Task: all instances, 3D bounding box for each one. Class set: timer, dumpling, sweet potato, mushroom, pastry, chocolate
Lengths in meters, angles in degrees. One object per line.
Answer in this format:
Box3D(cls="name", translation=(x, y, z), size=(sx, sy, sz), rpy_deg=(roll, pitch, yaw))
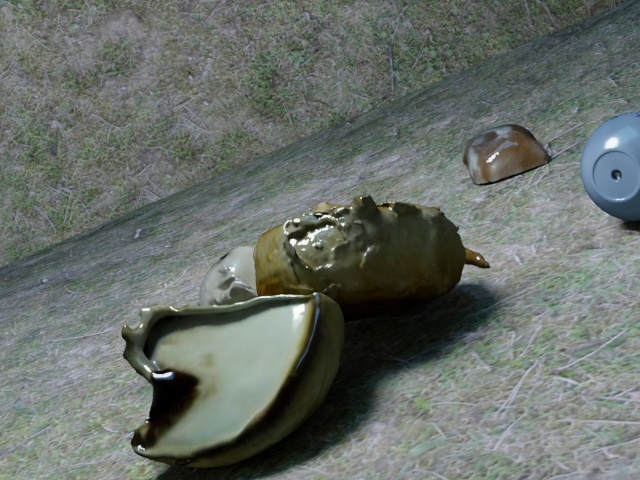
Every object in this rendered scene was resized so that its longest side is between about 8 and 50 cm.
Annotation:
Box3D(cls="timer", translation=(0.496, -0.103, 1.534), size=(0.255, 0.175, 0.175), rpy_deg=(4, -2, -33))
Box3D(cls="dumpling", translation=(-0.117, 0.084, 1.795), size=(0.172, 0.142, 0.247), rpy_deg=(11, -4, -18))
Box3D(cls="sweet potato", translation=(0.231, 0.024, 1.640), size=(0.026, 0.026, 0.115), rpy_deg=(-26, 13, -16))
Box3D(cls="mushroom", translation=(-0.109, 0.194, 1.338), size=(0.291, 0.218, 0.212), rpy_deg=(0, -22, 18))
Box3D(cls="pastry", translation=(0.055, 0.040, 1.472), size=(0.329, 0.137, 0.330), rpy_deg=(-7, -13, -2))
Box3D(cls="chocolate", translation=(0.365, -0.193, 2.140), size=(0.156, 0.080, 0.254), rpy_deg=(-20, 14, 7))

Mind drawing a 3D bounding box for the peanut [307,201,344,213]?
Box3D(cls="peanut", translation=(0.000, 0.000, 1.922), size=(0.159, 0.109, 0.140), rpy_deg=(-41, 9, -22))
